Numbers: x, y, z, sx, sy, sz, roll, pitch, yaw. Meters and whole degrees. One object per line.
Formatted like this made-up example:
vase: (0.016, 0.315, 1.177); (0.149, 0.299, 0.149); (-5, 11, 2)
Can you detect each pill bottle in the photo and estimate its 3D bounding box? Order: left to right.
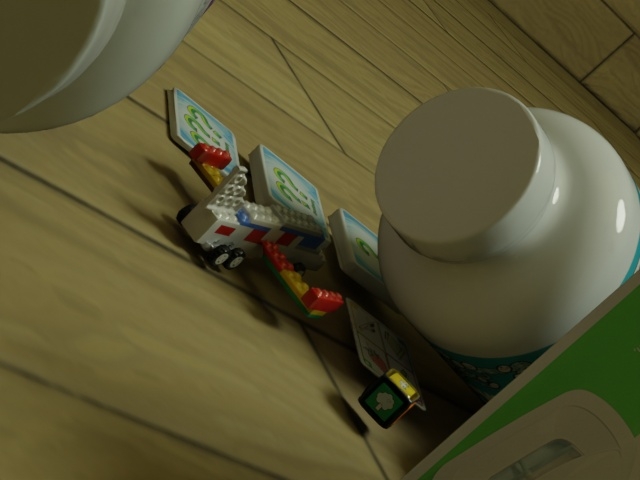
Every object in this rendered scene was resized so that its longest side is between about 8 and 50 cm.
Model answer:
pill bottle: (-0.121, -0.139, 0.684); (0.169, 0.169, 0.301); (45, 14, -9)
pill bottle: (0.125, 0.021, 0.930); (0.264, 0.146, 0.146); (47, 10, -50)

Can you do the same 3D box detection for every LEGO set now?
LEGO set: (0.000, 0.000, 0.892); (0.182, 0.060, 0.244); (38, 17, -21)

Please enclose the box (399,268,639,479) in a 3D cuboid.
box: (0.182, 0.115, 0.700); (0.231, 0.262, 0.126); (29, 23, -49)
